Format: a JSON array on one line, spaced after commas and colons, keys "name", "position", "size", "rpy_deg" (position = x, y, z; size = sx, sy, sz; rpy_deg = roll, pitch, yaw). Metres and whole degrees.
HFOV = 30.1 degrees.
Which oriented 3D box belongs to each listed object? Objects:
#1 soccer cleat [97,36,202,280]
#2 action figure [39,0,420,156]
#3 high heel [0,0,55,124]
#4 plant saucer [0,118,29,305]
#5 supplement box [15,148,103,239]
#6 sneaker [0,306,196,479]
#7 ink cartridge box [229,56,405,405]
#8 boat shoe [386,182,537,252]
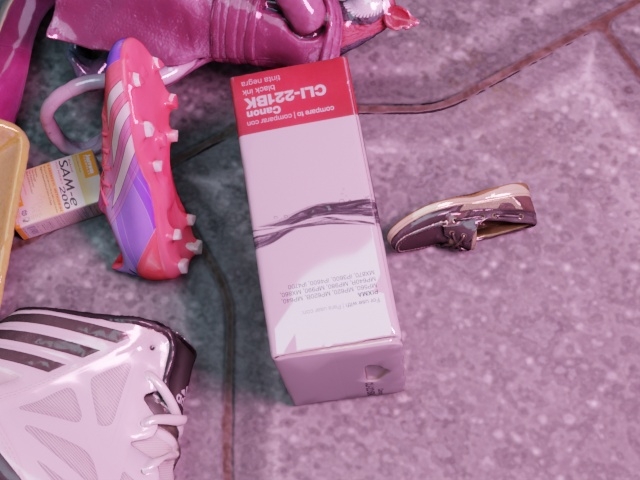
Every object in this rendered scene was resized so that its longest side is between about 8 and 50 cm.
[{"name": "soccer cleat", "position": [-0.182, -0.072, 1.146], "size": [0.095, 0.248, 0.083], "rpy_deg": [0, 29, 18]}, {"name": "action figure", "position": [-0.088, -0.222, 1.172], "size": [0.370, 0.248, 0.275], "rpy_deg": [9, 72, 9]}, {"name": "high heel", "position": [-0.307, -0.210, 1.285], "size": [0.117, 0.082, 0.244], "rpy_deg": [48, 61, -15]}, {"name": "plant saucer", "position": [-0.471, 0.016, 1.128], "size": [0.333, 0.081, 0.332], "rpy_deg": [14, 74, -25]}, {"name": "supplement box", "position": [-0.271, -0.048, 1.229], "size": [0.098, 0.036, 0.062], "rpy_deg": [-19, 71, -4]}, {"name": "sneaker", "position": [-0.149, 0.220, 1.056], "size": [0.447, 0.169, 0.257], "rpy_deg": [38, 68, 7]}, {"name": "ink cartridge box", "position": [0.000, 0.000, 1.111], "size": [0.114, 0.197, 0.272], "rpy_deg": [-11, 69, 1]}, {"name": "boat shoe", "position": [0.143, -0.015, 1.183], "size": [0.152, 0.056, 0.049], "rpy_deg": [-19, 65, -4]}]
